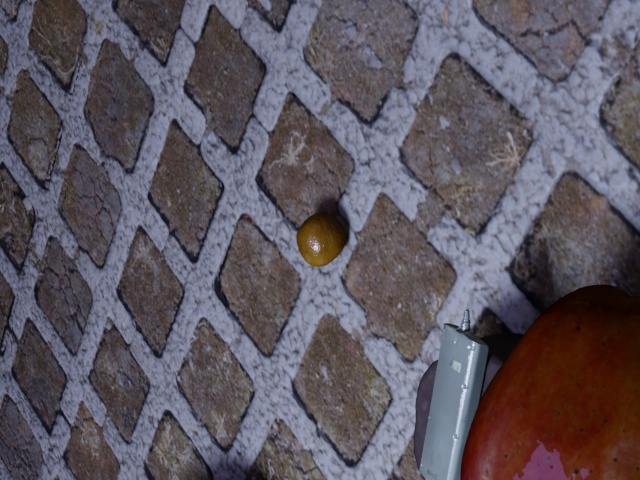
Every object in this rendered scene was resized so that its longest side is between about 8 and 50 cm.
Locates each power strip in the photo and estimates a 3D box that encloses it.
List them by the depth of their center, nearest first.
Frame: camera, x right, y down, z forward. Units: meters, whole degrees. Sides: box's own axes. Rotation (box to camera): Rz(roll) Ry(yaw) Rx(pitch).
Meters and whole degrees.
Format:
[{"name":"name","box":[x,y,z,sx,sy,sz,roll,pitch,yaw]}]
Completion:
[{"name":"power strip","box":[0.164,0.196,1.552,0.060,0.027,0.253,31,123,43]}]

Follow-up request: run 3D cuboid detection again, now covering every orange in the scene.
[{"name":"orange","box":[0.000,0.000,1.908,0.085,0.085,0.085,16,111,48]}]

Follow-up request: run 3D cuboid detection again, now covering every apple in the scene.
[{"name":"apple","box":[0.336,0.234,1.378,0.295,0.328,0.365,12,93,57]}]

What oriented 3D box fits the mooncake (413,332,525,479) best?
[{"name":"mooncake","box":[0.261,0.264,1.591,0.306,0.154,0.306,14,109,49]}]
